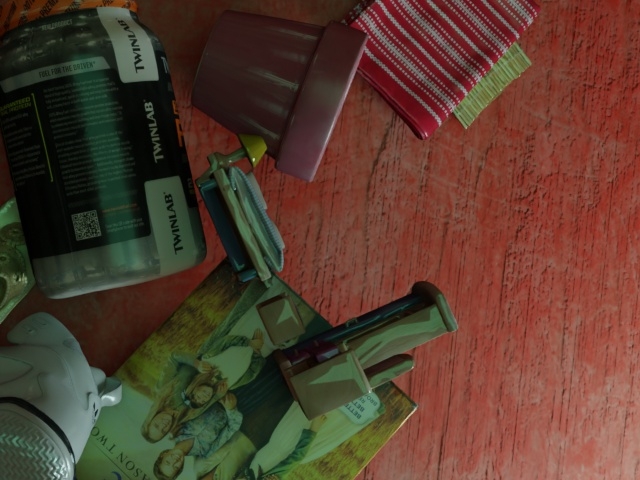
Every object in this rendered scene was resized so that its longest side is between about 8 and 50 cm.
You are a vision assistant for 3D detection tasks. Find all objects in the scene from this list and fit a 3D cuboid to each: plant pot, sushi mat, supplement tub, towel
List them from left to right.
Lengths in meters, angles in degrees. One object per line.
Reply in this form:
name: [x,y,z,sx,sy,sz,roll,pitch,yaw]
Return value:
supplement tub: [-0.264,-0.115,1.251,0.207,0.207,0.338,-13,94,-19]
plant pot: [-0.057,-0.197,1.340,0.180,0.201,0.201,21,82,-2]
sushi mat: [0.158,-0.325,1.497,0.151,0.019,0.316,-42,101,-14]
towel: [0.162,-0.297,1.472,0.199,0.031,0.275,45,76,-13]

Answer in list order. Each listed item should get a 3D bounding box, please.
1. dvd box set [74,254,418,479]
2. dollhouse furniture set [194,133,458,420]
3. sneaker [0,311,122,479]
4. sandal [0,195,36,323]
dvd box set: [-0.132,0.254,1.302,0.307,0.062,0.420,43,81,6]
dollhouse furniture set: [0.000,0.000,1.177,0.198,0.286,0.303,-25,93,-6]
sneaker: [-0.411,0.172,1.211,0.365,0.210,0.137,15,118,11]
sandal: [-0.389,0.052,1.271,0.088,0.079,0.240,33,79,-15]
